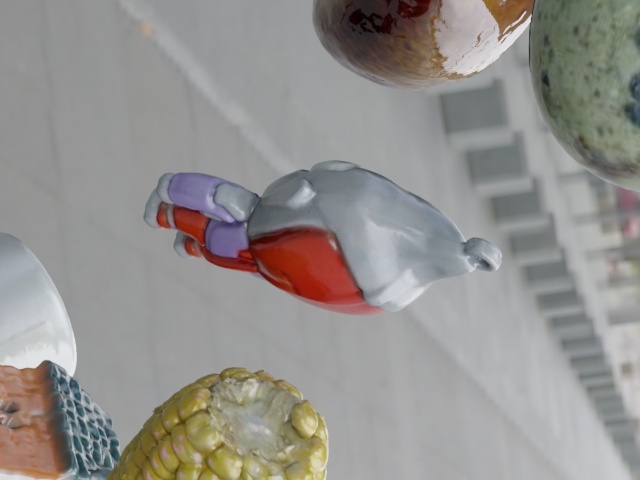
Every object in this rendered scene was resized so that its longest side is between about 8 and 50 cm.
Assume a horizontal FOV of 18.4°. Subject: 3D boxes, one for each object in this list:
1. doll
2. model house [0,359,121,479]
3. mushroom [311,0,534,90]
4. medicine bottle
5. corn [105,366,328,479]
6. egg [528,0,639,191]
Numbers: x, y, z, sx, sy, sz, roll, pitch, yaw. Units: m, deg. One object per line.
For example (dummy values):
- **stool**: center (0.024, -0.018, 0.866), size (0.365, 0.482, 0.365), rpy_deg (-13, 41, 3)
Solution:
- **doll**: center (0.000, 0.000, 1.048), size (0.102, 0.227, 0.075), rpy_deg (44, 61, -41)
- **model house**: center (-0.186, 0.195, 1.177), size (0.271, 0.301, 0.190), rpy_deg (-114, -144, -58)
- **mushroom**: center (0.092, -0.301, 1.615), size (0.259, 0.345, 0.345), rpy_deg (35, 26, -13)
- **medicine bottle**: center (-0.325, 0.100, 1.519), size (0.144, 0.252, 0.144), rpy_deg (36, -41, 39)
- **corn**: center (-0.064, 0.132, 0.774), size (0.238, 0.080, 0.080), rpy_deg (121, -24, -45)
- **egg**: center (0.180, -0.114, 1.021), size (0.141, 0.141, 0.181), rpy_deg (-53, 149, -77)
